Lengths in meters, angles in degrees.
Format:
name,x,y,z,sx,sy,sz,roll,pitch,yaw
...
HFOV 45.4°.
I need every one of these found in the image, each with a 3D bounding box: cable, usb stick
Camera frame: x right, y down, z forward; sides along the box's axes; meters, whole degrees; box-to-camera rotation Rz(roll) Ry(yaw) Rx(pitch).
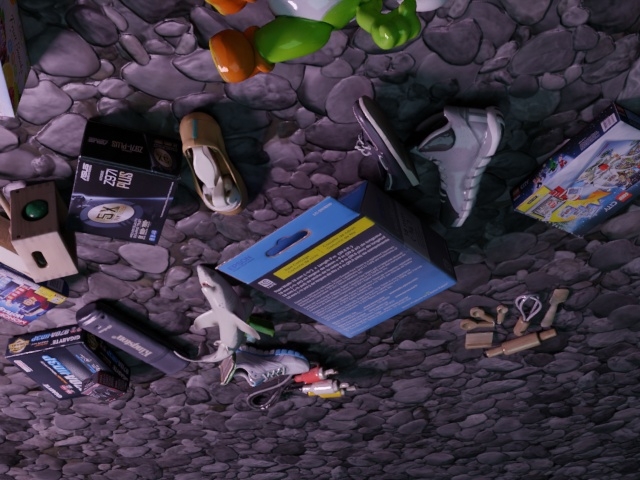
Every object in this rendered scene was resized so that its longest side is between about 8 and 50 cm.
name,x,y,z,sx,sy,sz,roll,pitch,yaw
cable,-0.069,0.337,1.754,0.287,0.072,0.139,-23,133,24
usb stick,-0.380,0.205,1.578,0.077,0.045,0.278,-23,138,25

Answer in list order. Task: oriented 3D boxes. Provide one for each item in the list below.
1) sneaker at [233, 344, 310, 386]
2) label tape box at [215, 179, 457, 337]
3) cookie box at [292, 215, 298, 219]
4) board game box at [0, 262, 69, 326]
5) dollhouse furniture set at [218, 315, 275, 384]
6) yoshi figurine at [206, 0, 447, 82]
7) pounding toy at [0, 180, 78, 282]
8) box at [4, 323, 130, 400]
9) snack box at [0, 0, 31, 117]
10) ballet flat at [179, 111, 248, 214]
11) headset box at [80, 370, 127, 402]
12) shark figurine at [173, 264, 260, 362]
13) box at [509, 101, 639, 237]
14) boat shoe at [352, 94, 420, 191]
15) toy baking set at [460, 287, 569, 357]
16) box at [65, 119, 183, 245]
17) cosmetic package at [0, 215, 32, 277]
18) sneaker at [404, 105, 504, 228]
name,x,y,z,sx,sy,sz,roll,pitch,yaw
sneaker,-0.117,0.279,1.646,0.191,0.083,0.071,4,138,1
label tape box,0.029,0.019,1.254,0.241,0.105,0.334,-31,136,28
cookie box,0.000,0.000,1.347,0.092,0.040,0.107,-6,143,1
board game box,-0.592,0.081,1.389,0.194,0.060,0.194,-28,136,30
dollhouse furniture set,-0.153,0.229,1.579,0.059,0.076,0.151,22,105,-19
yoshi figurine,0.038,-0.301,0.843,0.362,0.203,0.203,-15,134,10
pounding toy,-0.459,-0.027,1.219,0.100,0.130,0.141,-14,143,-7
box,-0.532,0.263,1.636,0.175,0.051,0.220,-11,142,8
snack box,-0.400,-0.239,0.956,0.037,0.100,0.141,3,143,-7
ballet flat,-0.167,-0.095,1.183,0.080,0.073,0.232,-11,142,7
headset box,-0.465,0.312,1.636,0.062,0.032,0.083,-32,137,30
shark figurine,-0.178,0.167,1.510,0.166,0.116,0.278,30,133,12
box,0.446,-0.106,1.243,0.159,0.044,0.233,19,137,-26
boat shoe,0.087,-0.136,1.152,0.065,0.075,0.206,-22,144,17
toy baking set,0.416,0.180,1.623,0.256,0.030,0.197,-20,139,20
box,-0.304,-0.083,1.184,0.147,0.077,0.180,12,140,-18
cosmetic package,-0.519,0.011,1.304,0.041,0.060,0.115,-25,136,27
sneaker,0.186,-0.119,1.187,0.132,0.086,0.228,8,131,-7
